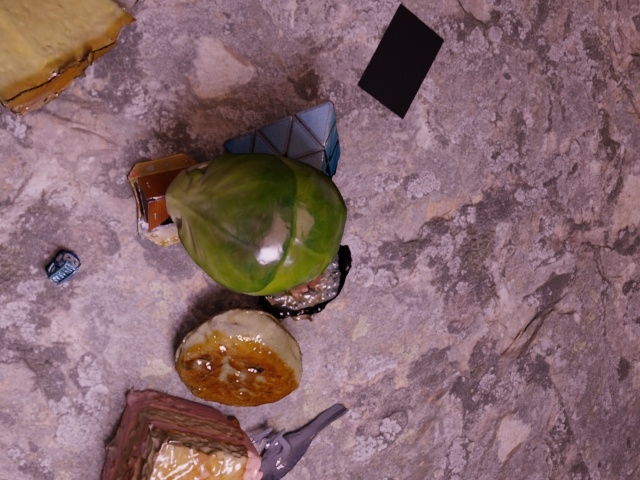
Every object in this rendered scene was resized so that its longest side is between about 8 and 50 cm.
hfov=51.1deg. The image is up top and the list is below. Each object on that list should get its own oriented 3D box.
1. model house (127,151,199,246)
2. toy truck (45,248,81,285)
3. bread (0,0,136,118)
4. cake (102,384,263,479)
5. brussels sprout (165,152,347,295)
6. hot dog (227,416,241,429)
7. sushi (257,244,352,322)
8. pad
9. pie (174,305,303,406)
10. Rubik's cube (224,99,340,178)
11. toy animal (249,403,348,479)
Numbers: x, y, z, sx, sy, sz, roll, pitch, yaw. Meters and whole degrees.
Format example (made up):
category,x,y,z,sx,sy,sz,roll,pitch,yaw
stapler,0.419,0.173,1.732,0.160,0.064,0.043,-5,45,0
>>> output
category,x,y,z,sx,sy,sz,roll,pitch,yaw
model house,-0.299,-0.089,1.494,0.219,0.136,0.208,-14,104,-24
toy truck,-0.545,0.061,1.425,0.056,0.090,0.073,44,79,-27
bread,-0.534,-0.399,1.254,0.315,0.279,0.248,-41,108,-1
cake,-0.324,0.542,1.506,0.293,0.306,0.315,23,89,-30
brussels sprout,-0.133,-0.039,1.364,0.354,0.281,0.290,22,100,8
hot dog,-0.226,0.486,1.694,0.058,0.035,0.083,-18,102,-23
sushi,-0.060,0.080,1.598,0.224,0.219,0.239,17,61,-7
pad,0.214,-0.465,1.753,0.170,0.006,0.246,29,85,-27
pie,-0.194,0.290,1.581,0.314,0.092,0.315,-2,129,-2
Rubik's cube,-0.045,-0.184,1.553,0.228,0.229,0.233,-41,122,-7
toy animal,-0.096,0.540,1.738,0.367,0.081,0.206,-50,135,-9
